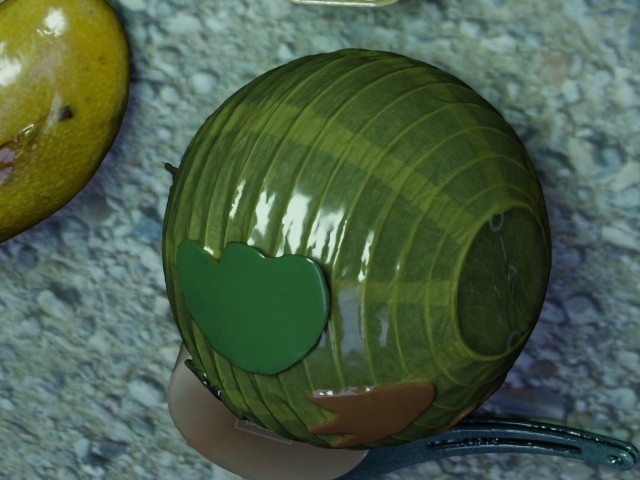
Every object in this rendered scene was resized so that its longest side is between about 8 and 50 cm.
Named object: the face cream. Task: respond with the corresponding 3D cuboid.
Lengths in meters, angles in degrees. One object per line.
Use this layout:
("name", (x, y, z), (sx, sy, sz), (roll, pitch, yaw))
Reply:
("face cream", (-0.026, 0.088, 1.365), (0.149, 0.104, 0.149), (8, 134, 8))

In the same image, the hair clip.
("hair clip", (0.120, 0.150, 1.428), (0.230, 0.070, 0.039), (-3, 129, 8))

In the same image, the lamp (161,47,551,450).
("lamp", (0.000, 0.000, 1.192), (0.284, 0.250, 0.250), (15, 141, 37))

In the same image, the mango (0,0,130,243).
("mango", (-0.249, -0.069, 1.266), (0.295, 0.120, 0.177), (-17, 128, 28))

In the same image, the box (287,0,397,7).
("box", (0.007, -0.212, 1.072), (0.111, 0.111, 0.177), (4, 134, 12))
